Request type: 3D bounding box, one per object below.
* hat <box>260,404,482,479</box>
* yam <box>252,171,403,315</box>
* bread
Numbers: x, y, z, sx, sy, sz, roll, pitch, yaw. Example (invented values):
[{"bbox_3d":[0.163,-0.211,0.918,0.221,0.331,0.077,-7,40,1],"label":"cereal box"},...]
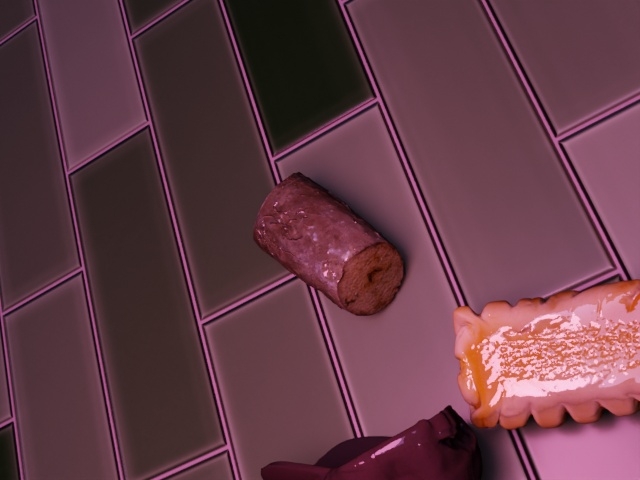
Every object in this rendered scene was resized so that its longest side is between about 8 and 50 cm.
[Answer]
[{"bbox_3d":[0.088,0.356,1.102,0.336,0.238,0.209,-28,76,40],"label":"hat"},{"bbox_3d":[0.000,0.000,1.291,0.254,0.154,0.154,39,94,34],"label":"yam"},{"bbox_3d":[0.331,0.152,1.075,0.311,0.121,0.173,-11,72,23],"label":"bread"}]
